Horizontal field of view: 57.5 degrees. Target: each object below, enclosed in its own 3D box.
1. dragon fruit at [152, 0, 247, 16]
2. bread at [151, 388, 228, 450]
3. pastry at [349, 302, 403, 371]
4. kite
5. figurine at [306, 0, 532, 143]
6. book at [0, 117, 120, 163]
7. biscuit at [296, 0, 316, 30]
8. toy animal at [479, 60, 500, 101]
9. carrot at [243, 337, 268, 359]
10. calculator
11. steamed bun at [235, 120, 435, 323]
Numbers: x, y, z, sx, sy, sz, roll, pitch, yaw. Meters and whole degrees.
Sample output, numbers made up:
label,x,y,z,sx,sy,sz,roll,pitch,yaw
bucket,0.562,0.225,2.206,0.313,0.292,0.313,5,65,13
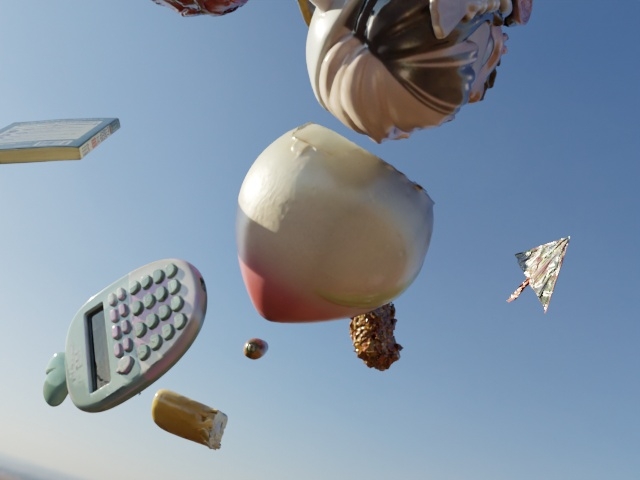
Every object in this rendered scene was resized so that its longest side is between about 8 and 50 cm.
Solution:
label,x,y,z,sx,sy,sz,roll,pitch,yaw
dragon fruit,-0.211,-0.559,1.035,0.329,0.329,0.329,13,-27,7
bread,-0.299,0.405,1.321,0.173,0.085,0.134,17,-21,14
pastry,0.088,0.147,1.040,0.087,0.170,0.063,-26,-34,27
kite,0.455,0.064,1.218,0.009,0.232,0.189,33,-70,-12
figurine,0.117,-0.241,0.737,0.210,0.361,0.253,28,-61,15
book,-0.479,-0.175,1.010,0.201,0.264,0.027,-5,-68,-4
biscuit,0.016,-0.406,1.099,0.041,0.203,0.260,-5,-18,26
toy animal,0.225,-0.419,1.280,0.343,0.106,0.168,26,-38,10
carrot,-0.102,0.179,0.965,0.035,0.035,0.142,14,-10,6
calculator,-0.281,0.138,0.829,0.298,0.186,0.041,-34,-38,14
steamed bun,0.000,0.000,0.874,0.309,0.310,0.309,13,-27,7
